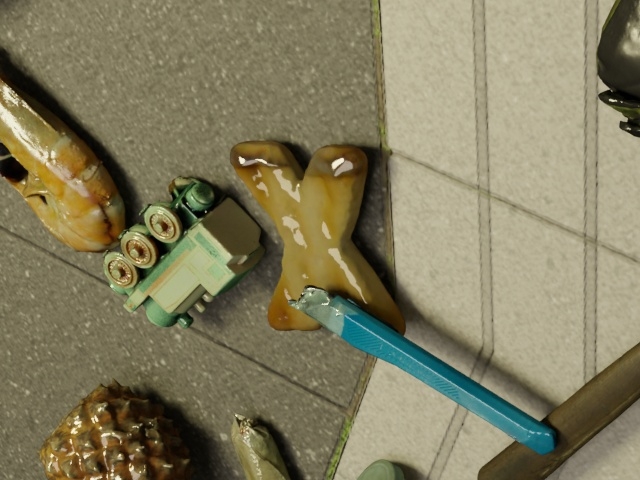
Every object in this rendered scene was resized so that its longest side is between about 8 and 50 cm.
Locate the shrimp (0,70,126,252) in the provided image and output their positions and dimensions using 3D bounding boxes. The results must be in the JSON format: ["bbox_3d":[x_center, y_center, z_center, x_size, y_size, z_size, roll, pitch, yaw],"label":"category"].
[{"bbox_3d":[-0.317,-0.097,2.014,0.287,0.063,0.152,48,148,2],"label":"shrimp"}]

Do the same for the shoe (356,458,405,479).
[{"bbox_3d":[0.059,0.309,1.961,0.078,0.079,0.195,20,129,-17],"label":"shoe"}]

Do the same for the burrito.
[{"bbox_3d":[-0.053,0.270,2.035,0.058,0.045,0.188,-12,107,36],"label":"burrito"}]

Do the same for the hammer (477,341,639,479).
[{"bbox_3d":[0.271,0.125,1.673,0.168,0.044,0.440,48,137,6],"label":"hammer"}]

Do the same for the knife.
[{"bbox_3d":[0.096,0.120,1.766,0.296,0.026,0.044,31,126,15],"label":"knife"}]

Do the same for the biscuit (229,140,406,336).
[{"bbox_3d":[-0.001,0.000,1.814,0.164,0.047,0.208,7,120,38],"label":"biscuit"}]

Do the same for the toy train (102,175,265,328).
[{"bbox_3d":[-0.147,0.019,1.929,0.125,0.081,0.194,46,135,1],"label":"toy train"}]

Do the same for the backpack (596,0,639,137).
[{"bbox_3d":[0.332,-0.131,1.384,0.253,0.140,0.207,41,138,18],"label":"backpack"}]

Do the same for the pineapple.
[{"bbox_3d":[-0.214,0.258,2.089,0.193,0.166,0.166,41,136,-2],"label":"pineapple"}]
